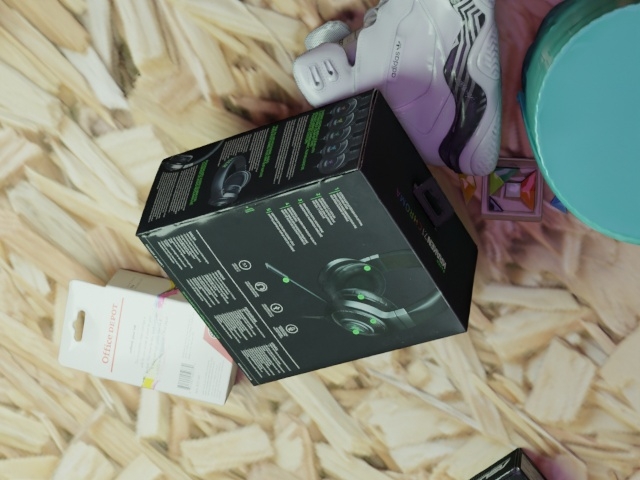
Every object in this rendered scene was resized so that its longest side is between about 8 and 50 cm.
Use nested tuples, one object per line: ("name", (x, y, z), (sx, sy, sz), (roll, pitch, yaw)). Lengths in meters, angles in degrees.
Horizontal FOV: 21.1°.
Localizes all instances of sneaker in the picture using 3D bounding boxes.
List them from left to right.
("sneaker", (0.077, -0.239, 1.758), (0.210, 0.137, 0.366), (-1, 111, 7))

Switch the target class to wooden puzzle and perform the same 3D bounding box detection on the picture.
("wooden puzzle", (0.207, -0.055, 1.862), (0.116, 0.014, 0.079), (-3, 107, 10))

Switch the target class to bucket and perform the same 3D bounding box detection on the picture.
("bucket", (0.336, -0.136, 1.725), (0.281, 0.183, 0.281), (3, 108, 8))

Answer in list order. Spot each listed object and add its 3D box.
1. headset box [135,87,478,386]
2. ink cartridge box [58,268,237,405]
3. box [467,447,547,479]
("headset box", (0.000, 0.000, 1.782), (0.283, 0.131, 0.246), (-17, 128, 27))
("ink cartridge box", (-0.189, 0.104, 1.950), (0.198, 0.067, 0.115), (13, 109, 3))
("box", (0.223, 0.404, 1.981), (0.216, 0.060, 0.270), (-36, 99, 17))
